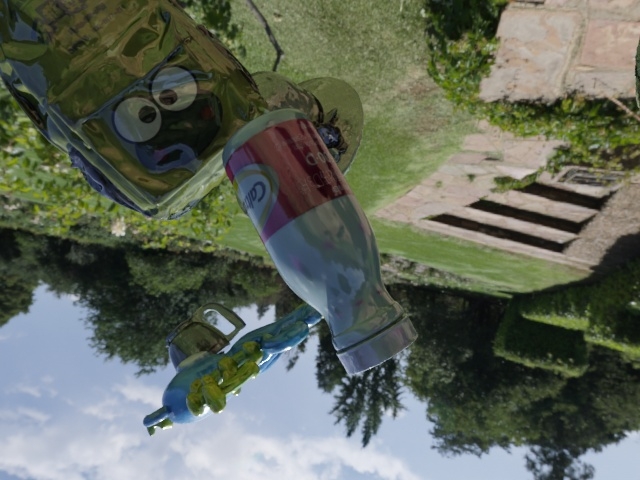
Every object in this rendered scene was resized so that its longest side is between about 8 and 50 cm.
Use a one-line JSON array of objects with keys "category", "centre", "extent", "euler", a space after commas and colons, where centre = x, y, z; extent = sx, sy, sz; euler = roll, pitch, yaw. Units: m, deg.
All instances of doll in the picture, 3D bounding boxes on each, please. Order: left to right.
[{"category": "doll", "centre": [-0.140, 0.197, 0.686], "extent": [0.341, 0.099, 0.346], "euler": [-34, 174, -30]}]

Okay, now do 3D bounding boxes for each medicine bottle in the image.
[{"category": "medicine bottle", "centre": [0.000, 0.000, 0.350], "extent": [0.090, 0.217, 0.090], "euler": [-28, 171, -5]}]

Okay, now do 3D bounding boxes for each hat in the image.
[{"category": "hat", "centre": [-0.078, -0.163, 0.594], "extent": [0.257, 0.258, 0.130], "euler": [7, 166, 38]}]

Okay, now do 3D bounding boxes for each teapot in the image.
[{"category": "teapot", "centre": [-0.236, 0.195, 0.796], "extent": [0.108, 0.149, 0.111], "euler": [44, -171, 7]}]

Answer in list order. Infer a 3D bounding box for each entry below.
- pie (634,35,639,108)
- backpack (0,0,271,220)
[{"category": "pie", "centre": [0.339, -0.144, 0.252], "extent": [0.066, 0.303, 0.302], "euler": [-1, 177, -11]}, {"category": "backpack", "centre": [-0.195, -0.158, 0.433], "extent": [0.253, 0.207, 0.140], "euler": [46, 169, -17]}]
